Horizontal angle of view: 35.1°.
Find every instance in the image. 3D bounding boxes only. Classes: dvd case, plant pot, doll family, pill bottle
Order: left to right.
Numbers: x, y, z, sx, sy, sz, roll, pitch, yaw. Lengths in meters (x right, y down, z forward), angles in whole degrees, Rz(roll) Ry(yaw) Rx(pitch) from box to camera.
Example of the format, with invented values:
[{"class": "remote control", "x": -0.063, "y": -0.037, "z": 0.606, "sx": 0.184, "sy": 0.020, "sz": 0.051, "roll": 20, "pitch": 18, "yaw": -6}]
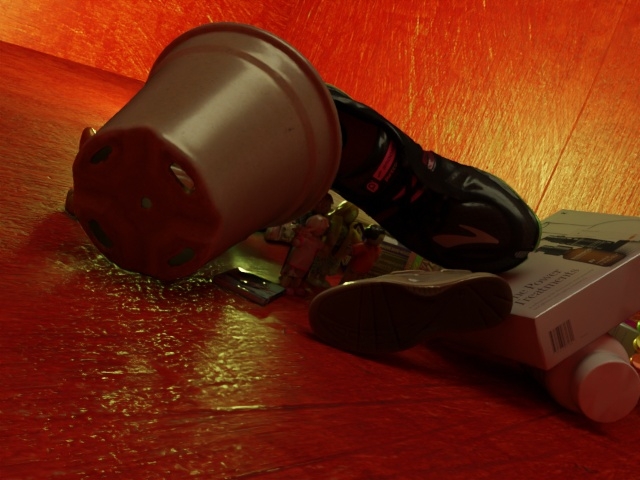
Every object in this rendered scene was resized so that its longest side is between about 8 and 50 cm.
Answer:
[{"class": "plant pot", "x": -0.178, "y": -0.109, "z": 1.431, "sx": 0.334, "sy": 0.333, "sz": 0.305, "roll": 24, "pitch": 33, "yaw": 11}, {"class": "dvd case", "x": -0.106, "y": 0.069, "z": 1.532, "sx": 0.087, "sy": 0.013, "sz": 0.119, "roll": 24, "pitch": 11, "yaw": 11}, {"class": "doll family", "x": 0.000, "y": 0.000, "z": 1.689, "sx": 0.118, "sy": 0.163, "sz": 0.263, "roll": 29, "pitch": 12, "yaw": 34}, {"class": "pill bottle", "x": 0.409, "y": 0.195, "z": 1.619, "sx": 0.136, "sy": 0.136, "sz": 0.245, "roll": 20, "pitch": 10, "yaw": -15}]

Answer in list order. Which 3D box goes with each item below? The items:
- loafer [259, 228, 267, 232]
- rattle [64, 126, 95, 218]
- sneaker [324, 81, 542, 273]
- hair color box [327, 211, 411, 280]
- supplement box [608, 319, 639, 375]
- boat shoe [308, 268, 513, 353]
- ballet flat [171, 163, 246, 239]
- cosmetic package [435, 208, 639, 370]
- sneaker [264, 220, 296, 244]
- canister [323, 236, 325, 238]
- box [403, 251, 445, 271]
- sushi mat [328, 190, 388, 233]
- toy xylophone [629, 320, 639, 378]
[{"class": "loafer", "x": -0.129, "y": -0.048, "z": 2.013, "sx": 0.061, "sy": 0.062, "sz": 0.170, "roll": 2, "pitch": 1, "yaw": 15}, {"class": "rattle", "x": -0.289, "y": -0.079, "z": 1.583, "sx": 0.200, "sy": 0.142, "sz": 0.130, "roll": 13, "pitch": -7, "yaw": -14}, {"class": "sneaker", "x": 0.119, "y": -0.087, "z": 1.604, "sx": 0.483, "sy": 0.185, "sz": 0.202, "roll": 29, "pitch": 13, "yaw": 7}, {"class": "hair color box", "x": 0.111, "y": -0.040, "z": 2.057, "sx": 0.185, "sy": 0.110, "sz": 0.338, "roll": 17, "pitch": 30, "yaw": -24}, {"class": "supplement box", "x": 0.573, "y": 0.206, "z": 2.000, "sx": 0.220, "sy": 0.113, "sz": 0.111, "roll": 26, "pitch": 12, "yaw": 31}, {"class": "boat shoe", "x": 0.123, "y": 0.094, "z": 1.469, "sx": 0.302, "sy": 0.109, "sz": 0.098, "roll": -7, "pitch": 11, "yaw": -14}, {"class": "ballet flat", "x": -0.231, "y": -0.112, "z": 1.887, "sx": 0.182, "sy": 0.164, "sz": 0.483, "roll": -1, "pitch": 17, "yaw": -12}, {"class": "cosmetic package", "x": 0.385, "y": 0.065, "z": 1.656, "sx": 0.377, "sy": 0.097, "sz": 0.284, "roll": -26, "pitch": 18, "yaw": -29}, {"class": "sneaker", "x": -0.065, "y": -0.018, "z": 1.974, "sx": 0.070, "sy": 0.051, "sz": 0.134, "roll": 18, "pitch": 5, "yaw": 8}, {"class": "canister", "x": 0.097, "y": -0.005, "z": 2.201, "sx": 0.170, "sy": 0.073, "sz": 0.126, "roll": 22, "pitch": 11, "yaw": -12}, {"class": "box", "x": 0.292, "y": 0.056, "z": 1.882, "sx": 0.243, "sy": 0.213, "sz": 0.117, "roll": 15, "pitch": 13, "yaw": -34}, {"class": "sushi mat", "x": 0.118, "y": -0.057, "z": 1.955, "sx": 0.317, "sy": 0.019, "sz": 0.151, "roll": 21, "pitch": 27, "yaw": -13}, {"class": "toy xylophone", "x": 0.676, "y": 0.216, "z": 1.825, "sx": 0.236, "sy": 0.081, "sz": 0.322, "roll": 26, "pitch": 42, "yaw": 0}]
